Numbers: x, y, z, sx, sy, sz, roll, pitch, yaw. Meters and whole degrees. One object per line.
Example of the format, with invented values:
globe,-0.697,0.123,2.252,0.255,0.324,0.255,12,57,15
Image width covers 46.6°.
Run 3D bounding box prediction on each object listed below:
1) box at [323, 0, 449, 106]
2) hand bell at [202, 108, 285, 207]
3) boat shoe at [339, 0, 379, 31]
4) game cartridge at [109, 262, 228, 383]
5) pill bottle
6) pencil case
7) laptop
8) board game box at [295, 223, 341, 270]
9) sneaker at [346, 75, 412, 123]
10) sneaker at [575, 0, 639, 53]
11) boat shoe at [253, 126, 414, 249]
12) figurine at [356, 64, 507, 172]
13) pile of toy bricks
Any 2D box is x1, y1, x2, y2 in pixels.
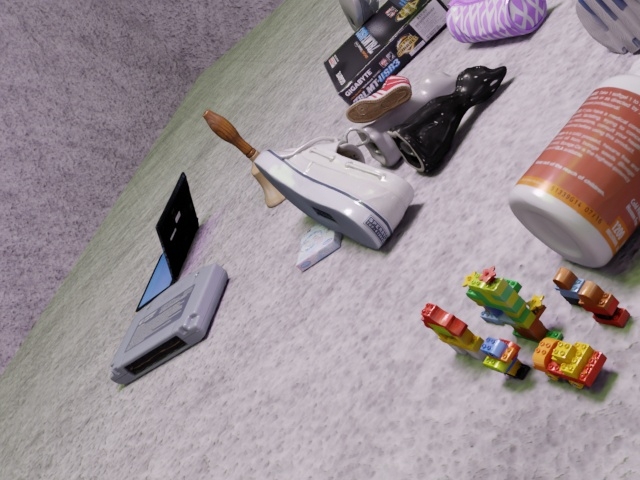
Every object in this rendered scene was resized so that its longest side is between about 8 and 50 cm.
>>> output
box,0.145,-0.456,1.710,0.293,0.073,0.295,-41,23,14
hand bell,-0.158,-0.195,1.602,0.126,0.242,0.126,-39,23,21
boat shoe,0.105,-0.581,1.847,0.081,0.079,0.227,-41,-19,1
game cartridge,-0.312,0.167,1.542,0.297,0.062,0.198,-32,23,34
pill bottle,0.303,-0.088,0.758,0.216,0.121,0.121,-50,23,-3
pencil case,0.303,-0.397,1.303,0.086,0.088,0.206,-50,22,-10
laptop,-0.397,0.003,1.847,0.137,0.264,0.234,-2,38,9
board game box,0.000,0.000,1.292,0.090,0.020,0.090,-34,26,30
sneaker,0.100,-0.239,1.254,0.118,0.042,0.067,-20,27,19
sneaker,0.446,-0.338,0.870,0.182,0.127,0.315,-48,12,-2
boat shoe,0.028,-0.116,1.242,0.156,0.136,0.367,-48,34,-9
figurine,0.186,-0.218,1.246,0.209,0.092,0.215,-43,21,-9
pile of toy bricks,0.187,0.065,0.739,0.118,0.105,0.212,-54,23,-14
